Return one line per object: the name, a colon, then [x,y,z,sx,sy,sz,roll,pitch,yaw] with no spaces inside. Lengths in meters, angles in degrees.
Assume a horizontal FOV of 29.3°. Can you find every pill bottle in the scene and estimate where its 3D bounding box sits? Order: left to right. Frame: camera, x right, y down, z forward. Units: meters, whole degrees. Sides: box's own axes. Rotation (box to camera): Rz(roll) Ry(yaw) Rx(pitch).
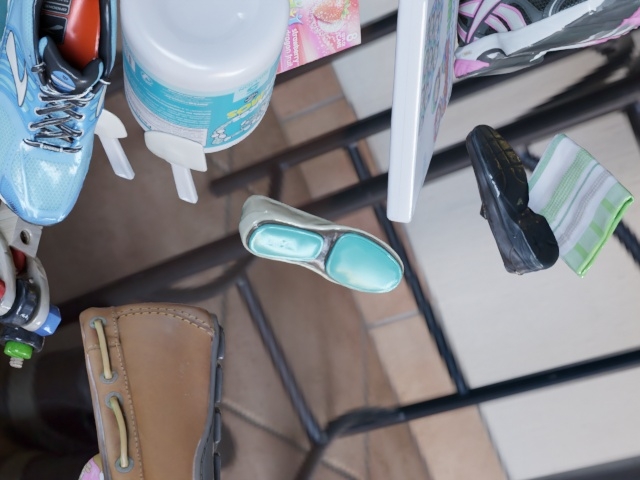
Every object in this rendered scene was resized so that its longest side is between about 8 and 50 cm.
pill bottle: [-0.112,-0.171,1.150,0.264,0.146,0.146,118,-40,-74]

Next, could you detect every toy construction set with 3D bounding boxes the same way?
toy construction set: [-0.455,-0.009,1.529,0.309,0.257,0.237,20,67,-24]

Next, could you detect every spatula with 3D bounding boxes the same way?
spatula: [-0.166,-0.079,0.955,0.242,0.168,0.019,116,-8,-81]

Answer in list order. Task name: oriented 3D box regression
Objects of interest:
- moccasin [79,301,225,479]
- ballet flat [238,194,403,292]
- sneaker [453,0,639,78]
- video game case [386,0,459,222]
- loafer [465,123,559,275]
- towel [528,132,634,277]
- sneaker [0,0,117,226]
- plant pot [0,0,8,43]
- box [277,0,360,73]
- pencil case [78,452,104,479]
moccasin: [-0.145,0.222,0.913,0.139,0.147,0.380,118,-27,-65]
ballet flat: [0.000,0.000,1.607,0.248,0.086,0.086,21,53,-31]
sneaker: [0.129,-0.152,0.762,0.072,0.178,0.077,-12,92,-28]
video game case: [0.065,-0.114,0.738,0.143,0.019,0.157,-69,165,-47]
loafer: [0.192,-0.041,1.313,0.062,0.061,0.170,-17,84,-42]
towel: [0.279,-0.042,1.374,0.023,0.113,0.152,15,24,-30]
sneaker: [-0.135,-0.080,0.608,0.073,0.063,0.162,-130,-134,-59]
plant pot: [-0.466,-0.216,1.558,0.195,0.290,0.290,26,50,-73]
box: [-0.058,-0.337,1.280,0.142,0.154,0.300,54,-21,40]
pencil case: [-0.195,0.430,1.676,0.160,0.386,0.167,-10,122,-34]
